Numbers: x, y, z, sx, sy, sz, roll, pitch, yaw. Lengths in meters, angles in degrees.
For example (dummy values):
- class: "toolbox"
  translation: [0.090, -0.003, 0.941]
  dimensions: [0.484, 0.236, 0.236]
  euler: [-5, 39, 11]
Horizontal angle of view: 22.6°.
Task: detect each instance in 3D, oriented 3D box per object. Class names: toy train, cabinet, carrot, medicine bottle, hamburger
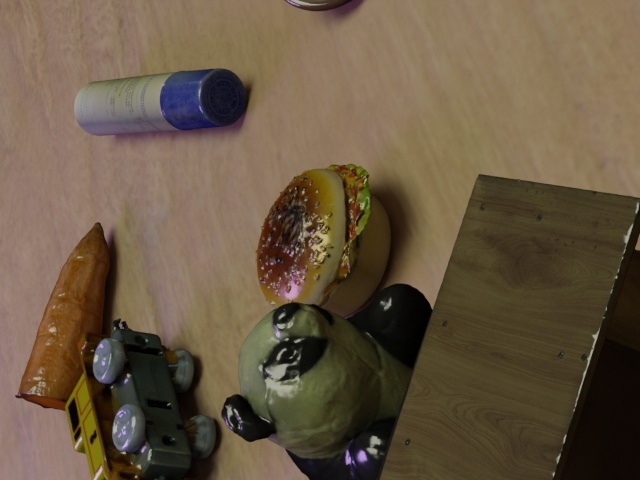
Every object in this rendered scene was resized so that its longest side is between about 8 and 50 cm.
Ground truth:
- class: "toy train"
  translation: [-0.168, 0.168, 1.439]
  dimensions: [0.127, 0.089, 0.219]
  euler: [-56, 38, 32]
- class: "cabinet"
  translation: [0.165, 0.091, 0.992]
  dimensions: [0.148, 0.175, 0.215]
  euler: [15, 85, 52]
- class: "carrot"
  translation: [-0.242, 0.074, 1.599]
  dimensions: [0.072, 0.072, 0.205]
  euler: [-16, 53, 46]
- class: "medicine bottle"
  translation: [-0.164, -0.137, 1.599]
  dimensions: [0.231, 0.059, 0.059]
  euler: [2, 75, 51]
- class: "hamburger"
  translation: [0.000, 0.000, 1.314]
  dimensions: [0.141, 0.081, 0.126]
  euler: [-26, 54, 43]

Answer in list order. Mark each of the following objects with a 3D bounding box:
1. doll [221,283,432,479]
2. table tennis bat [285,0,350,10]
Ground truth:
- class: "doll"
  translation: [0.036, 0.120, 1.104]
  dimensions: [0.135, 0.234, 0.143]
  euler: [-15, 57, 30]
- class: "table tennis bat"
  translation: [0.001, -0.271, 1.508]
  dimensions: [0.107, 0.119, 0.170]
  euler: [-31, 70, 6]
